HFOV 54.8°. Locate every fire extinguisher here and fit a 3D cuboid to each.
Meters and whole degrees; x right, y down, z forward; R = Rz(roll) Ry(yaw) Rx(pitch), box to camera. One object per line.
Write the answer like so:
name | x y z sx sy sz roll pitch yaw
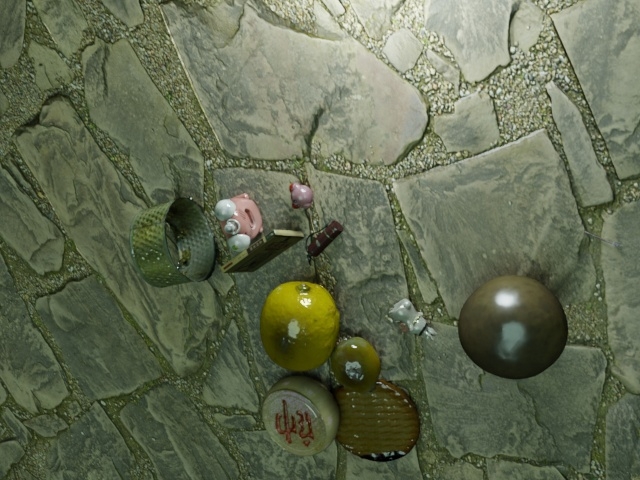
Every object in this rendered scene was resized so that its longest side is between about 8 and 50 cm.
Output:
fire extinguisher | 0.000 0.000 1.896 0.157 0.045 0.078 -46 62 26

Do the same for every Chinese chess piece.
Chinese chess piece | -0.065 0.581 2.055 0.269 0.112 0.270 10 111 26

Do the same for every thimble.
thimble | -0.456 0.013 1.926 0.149 0.271 0.271 -12 104 22

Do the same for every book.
book | -0.177 0.036 1.903 0.230 0.161 0.027 -34 72 25

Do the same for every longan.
longan | 0.516 0.230 1.673 0.297 0.297 0.298 6 110 16

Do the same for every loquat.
loquat | 0.114 0.394 1.938 0.152 0.152 0.195 -25 89 23

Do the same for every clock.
clock | -0.246 -0.059 1.887 0.092 0.162 0.166 -18 102 20

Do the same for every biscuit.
biscuit | 0.173 0.593 2.044 0.317 0.040 0.318 6 110 15

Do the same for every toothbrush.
toothbrush | 0.759 -0.005 1.668 0.096 0.006 0.008 24 105 8

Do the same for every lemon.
lemon | -0.064 0.262 1.893 0.260 0.261 0.284 -10 122 21

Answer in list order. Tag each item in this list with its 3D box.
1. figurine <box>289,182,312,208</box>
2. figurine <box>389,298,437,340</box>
figurine | -0.058 -0.135 1.852 0.066 0.071 0.083 -31 109 -17
figurine | 0.281 0.248 1.885 0.146 0.081 0.098 49 159 -8
